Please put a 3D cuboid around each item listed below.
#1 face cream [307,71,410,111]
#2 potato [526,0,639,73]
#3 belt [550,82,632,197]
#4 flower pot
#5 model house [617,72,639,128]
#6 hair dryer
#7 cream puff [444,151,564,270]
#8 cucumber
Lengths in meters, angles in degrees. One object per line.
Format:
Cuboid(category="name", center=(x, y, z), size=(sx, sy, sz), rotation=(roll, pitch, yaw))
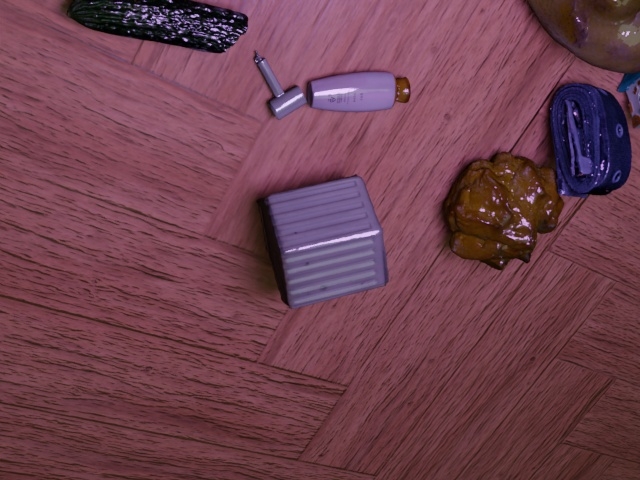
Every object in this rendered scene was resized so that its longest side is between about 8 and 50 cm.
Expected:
Cuboid(category="face cream", center=(0.069, -0.263, 1.270), size=(0.182, 0.051, 0.072), rotation=(-6, 122, -14))
Cuboid(category="potato", center=(0.471, -0.433, 1.216), size=(0.351, 0.202, 0.218), rotation=(27, 122, -16))
Cuboid(category="belt", center=(0.507, -0.195, 1.364), size=(0.128, 0.122, 0.218), rotation=(3, 79, -41))
Cuboid(category="flower pot", center=(0.000, 0.000, 1.317), size=(0.190, 0.239, 0.209), rotation=(-14, 95, -8))
Cuboid(category="model house", center=(0.659, -0.311, 1.394), size=(0.100, 0.149, 0.127), rotation=(-9, 166, -11))
Cuboid(category="hair dryer", center=(-0.077, -0.274, 1.229), size=(0.063, 0.038, 0.124), rotation=(-31, 118, 0))
Cuboid(category="cream puff", center=(0.366, -0.055, 1.436), size=(0.244, 0.196, 0.244), rotation=(8, 129, 10))
Cuboid(category="cucumber", center=(-0.248, -0.344, 1.101), size=(0.265, 0.077, 0.077), rotation=(7, 119, -21))
